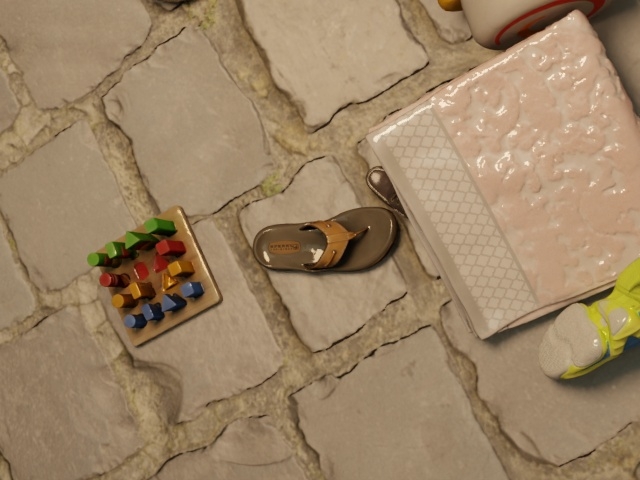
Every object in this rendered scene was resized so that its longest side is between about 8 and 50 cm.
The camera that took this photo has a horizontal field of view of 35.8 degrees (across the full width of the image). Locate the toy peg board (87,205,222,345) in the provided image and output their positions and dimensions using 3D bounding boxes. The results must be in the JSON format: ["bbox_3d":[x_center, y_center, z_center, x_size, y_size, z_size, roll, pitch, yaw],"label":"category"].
[{"bbox_3d":[-0.256,0.052,1.463,0.161,0.079,0.161,-29,78,16],"label":"toy peg board"}]

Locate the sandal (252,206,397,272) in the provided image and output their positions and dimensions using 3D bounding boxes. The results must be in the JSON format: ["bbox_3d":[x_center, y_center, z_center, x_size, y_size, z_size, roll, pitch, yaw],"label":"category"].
[{"bbox_3d":[0.000,0.000,1.387,0.219,0.060,0.090,-3,86,19],"label":"sandal"}]

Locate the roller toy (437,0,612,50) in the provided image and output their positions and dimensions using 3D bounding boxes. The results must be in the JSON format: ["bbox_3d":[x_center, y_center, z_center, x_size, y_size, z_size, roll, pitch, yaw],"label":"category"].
[{"bbox_3d":[0.265,-0.341,1.251,0.191,0.209,0.146,-14,80,-21],"label":"roller toy"}]

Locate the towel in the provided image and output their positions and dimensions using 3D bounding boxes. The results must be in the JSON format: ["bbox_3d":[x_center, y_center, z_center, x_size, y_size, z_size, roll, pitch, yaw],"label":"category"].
[{"bbox_3d":[0.264,-0.071,1.257,0.316,0.053,0.332,-28,97,15],"label":"towel"}]

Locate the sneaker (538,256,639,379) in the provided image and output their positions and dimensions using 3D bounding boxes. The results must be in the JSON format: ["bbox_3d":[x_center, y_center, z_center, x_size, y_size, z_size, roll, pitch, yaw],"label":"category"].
[{"bbox_3d":[0.387,0.112,1.234,0.240,0.126,0.091,-46,35,41],"label":"sneaker"}]

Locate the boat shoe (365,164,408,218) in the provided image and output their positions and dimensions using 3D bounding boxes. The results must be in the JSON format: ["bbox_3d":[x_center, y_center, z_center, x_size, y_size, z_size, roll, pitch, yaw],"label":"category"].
[{"bbox_3d":[0.125,-0.058,1.353,0.152,0.049,0.056,32,95,17],"label":"boat shoe"}]
